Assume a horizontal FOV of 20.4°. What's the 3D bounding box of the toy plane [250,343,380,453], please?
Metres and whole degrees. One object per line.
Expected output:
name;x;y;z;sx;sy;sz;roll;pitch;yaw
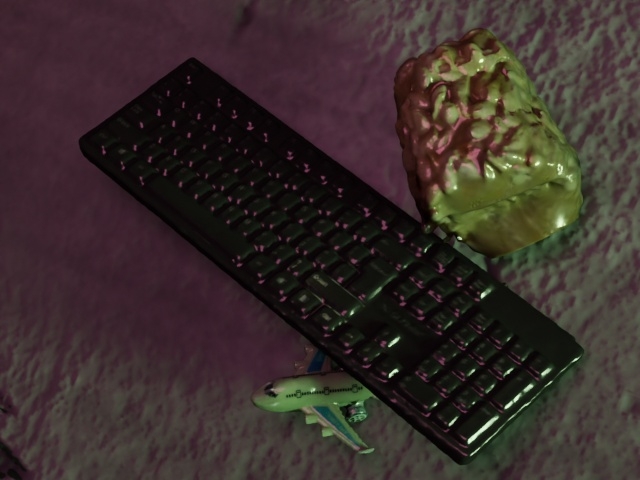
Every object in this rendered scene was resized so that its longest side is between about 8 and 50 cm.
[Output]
toy plane;0.004;0.079;0.948;0.083;0.033;0.080;-10;65;-4

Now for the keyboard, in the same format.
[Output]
keyboard;0.000;0.000;0.976;0.101;0.018;0.310;-38;59;-23

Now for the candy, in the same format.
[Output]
candy;0.086;-0.050;0.937;0.085;0.095;0.110;-25;58;15
